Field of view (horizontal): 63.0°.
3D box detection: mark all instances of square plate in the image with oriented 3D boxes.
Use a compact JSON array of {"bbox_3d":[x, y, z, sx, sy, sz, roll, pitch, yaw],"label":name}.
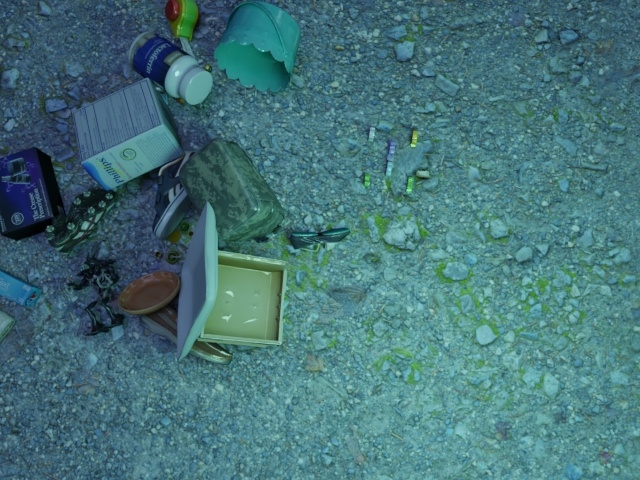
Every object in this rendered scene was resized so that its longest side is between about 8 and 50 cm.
[{"bbox_3d":[-0.355,0.122,1.517,0.049,0.344,0.347,10,47,-22],"label":"square plate"}]

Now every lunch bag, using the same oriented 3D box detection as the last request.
[{"bbox_3d":[-0.261,-0.148,1.669,0.212,0.256,0.305,-38,77,20],"label":"lunch bag"}]

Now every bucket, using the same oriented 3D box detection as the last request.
[{"bbox_3d":[-0.205,-0.657,1.772,0.281,0.281,0.183,16,75,4],"label":"bucket"}]

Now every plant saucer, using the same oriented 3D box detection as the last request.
[{"bbox_3d":[-0.540,0.171,1.663,0.199,0.200,0.037,-14,123,-2],"label":"plant saucer"}]

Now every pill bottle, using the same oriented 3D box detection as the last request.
[{"bbox_3d":[-0.505,-0.579,1.769,0.264,0.153,0.153,35,81,13],"label":"pill bottle"}]

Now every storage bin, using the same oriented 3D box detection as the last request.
[{"bbox_3d":[-0.234,0.188,1.617,0.260,0.123,0.262,10,70,-19],"label":"storage bin"}]

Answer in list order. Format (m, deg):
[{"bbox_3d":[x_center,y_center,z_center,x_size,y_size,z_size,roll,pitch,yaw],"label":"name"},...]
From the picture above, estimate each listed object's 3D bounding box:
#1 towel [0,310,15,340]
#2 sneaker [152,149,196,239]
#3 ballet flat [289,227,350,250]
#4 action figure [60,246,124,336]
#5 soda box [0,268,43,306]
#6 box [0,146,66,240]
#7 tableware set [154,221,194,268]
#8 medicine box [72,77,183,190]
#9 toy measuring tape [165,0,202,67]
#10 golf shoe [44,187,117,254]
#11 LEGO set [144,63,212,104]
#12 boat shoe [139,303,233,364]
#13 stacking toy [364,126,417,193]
[{"bbox_3d":[-1.150,0.319,1.685,0.187,0.049,0.282,35,81,7],"label":"towel"},{"bbox_3d":[-0.491,-0.159,1.739,0.127,0.126,0.321,26,69,1],"label":"sneaker"},{"bbox_3d":[0.000,0.000,1.733,0.203,0.074,0.074,-5,78,-7],"label":"ballet flat"},{"bbox_3d":[-0.720,0.154,1.669,0.164,0.141,0.276,-20,80,8],"label":"action figure"},{"bbox_3d":[-1.029,0.143,1.708,0.210,0.071,0.067,25,79,6],"label":"soda box"},{"bbox_3d":[-0.990,-0.156,1.756,0.184,0.103,0.261,-21,79,-1],"label":"box"},{"bbox_3d":[-0.485,0.013,1.753,0.154,0.024,0.104,-39,80,-7],"label":"tableware set"},{"bbox_3d":[-0.636,-0.352,1.718,0.289,0.149,0.263,-26,56,-1],"label":"medicine box"},{"bbox_3d":[-0.470,-0.762,1.854,0.121,0.121,0.330,-23,72,-4],"label":"toy measuring tape"},{"bbox_3d":[-0.789,-0.071,1.741,0.105,0.120,0.273,33,58,13],"label":"golf shoe"},{"bbox_3d":[-0.508,-0.569,1.858,0.244,0.060,0.183,-5,82,-1],"label":"LEGO set"},{"bbox_3d":[-0.413,0.285,1.649,0.324,0.123,0.116,28,78,5],"label":"boat shoe"},{"bbox_3d":[0.241,-0.279,1.791,0.166,0.052,0.221,7,79,2],"label":"stacking toy"}]
